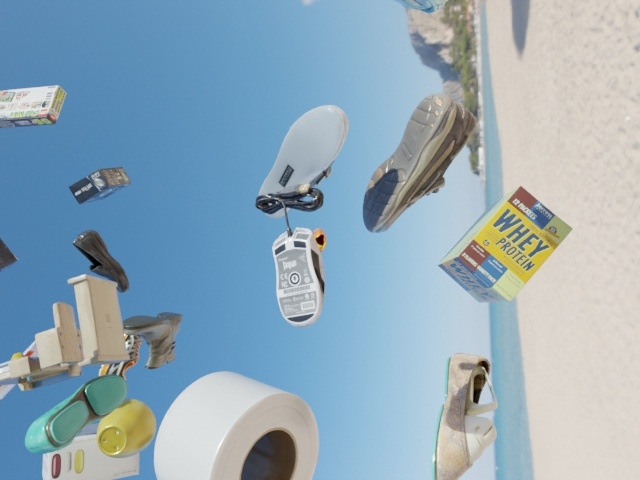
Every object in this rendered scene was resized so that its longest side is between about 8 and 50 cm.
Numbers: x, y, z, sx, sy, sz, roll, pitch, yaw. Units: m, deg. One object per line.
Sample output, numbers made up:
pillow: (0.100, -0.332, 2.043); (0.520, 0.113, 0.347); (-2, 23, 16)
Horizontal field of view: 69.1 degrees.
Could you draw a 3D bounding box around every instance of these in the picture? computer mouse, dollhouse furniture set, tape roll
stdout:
computer mouse: (-0.032, 0.021, 0.640); (0.042, 0.105, 0.193); (9, -109, -63)
dollhouse furniture set: (-0.645, 0.217, 1.050); (0.286, 0.303, 0.198); (64, -172, -75)
tape roll: (-0.144, 0.373, 0.825); (0.246, 0.169, 0.247); (-2, -87, -46)

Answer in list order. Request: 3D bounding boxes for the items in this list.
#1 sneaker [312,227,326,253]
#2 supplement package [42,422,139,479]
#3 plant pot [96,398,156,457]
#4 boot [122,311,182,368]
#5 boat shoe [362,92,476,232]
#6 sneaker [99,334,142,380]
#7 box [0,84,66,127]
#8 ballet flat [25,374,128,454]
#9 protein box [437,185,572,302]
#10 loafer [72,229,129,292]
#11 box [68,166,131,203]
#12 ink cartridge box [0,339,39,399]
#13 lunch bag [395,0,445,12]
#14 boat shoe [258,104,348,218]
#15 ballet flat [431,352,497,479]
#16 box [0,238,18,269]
sneaker: (0.000, 0.000, 1.521); (0.067, 0.064, 0.175); (-55, 11, 24)
supplement package: (-0.745, 0.689, 1.509); (0.261, 0.204, 0.145); (3, -100, -34)
plant pot: (-0.470, 0.456, 1.096); (0.095, 0.134, 0.135); (112, 157, -87)
boot: (-0.486, 0.301, 1.352); (0.246, 0.083, 0.161); (14, -96, -72)
boat shoe: (0.215, -0.142, 1.020); (0.355, 0.130, 0.132); (-58, 30, 39)
sneaker: (-0.623, 0.361, 1.510); (0.215, 0.083, 0.084); (-65, 4, -33)
box: (-0.855, -0.389, 1.354); (0.036, 0.206, 0.114); (61, -148, -65)
ballet flat: (-0.483, 0.336, 0.918); (0.247, 0.087, 0.083); (-38, -74, -81)
protein box: (0.389, 0.018, 1.012); (0.200, 0.136, 0.201); (-47, -7, -4)
loafer: (-0.661, 0.074, 1.402); (0.078, 0.076, 0.223); (-48, -56, -41)
box: (-0.853, -0.217, 1.811); (0.078, 0.147, 0.180); (62, -171, -8)
ink cartridge box: (-0.925, 0.406, 1.410); (0.066, 0.232, 0.189); (45, -100, -22)
lunch bag: (0.045, -0.371, 0.478); (0.279, 0.108, 0.224); (37, -157, -25)
boat shoe: (-0.024, -0.168, 1.002); (0.105, 0.113, 0.306); (-35, -16, -50)
ballet flat: (0.288, 0.337, 0.907); (0.108, 0.106, 0.316); (68, -150, -28)
box: (-0.909, 0.036, 1.191); (0.158, 0.093, 0.156); (-44, -73, -44)
